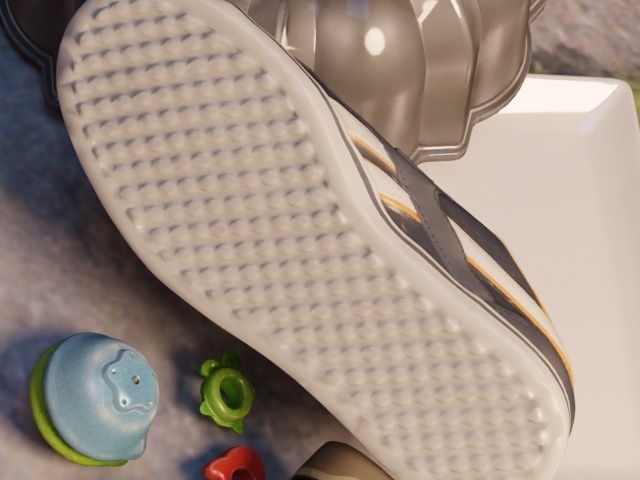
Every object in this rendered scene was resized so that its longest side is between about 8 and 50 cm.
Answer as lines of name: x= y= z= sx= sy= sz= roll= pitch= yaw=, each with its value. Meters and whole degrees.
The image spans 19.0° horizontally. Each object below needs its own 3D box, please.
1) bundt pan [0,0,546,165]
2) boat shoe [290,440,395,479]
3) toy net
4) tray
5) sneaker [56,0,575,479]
bundt pan: x=-0.021 y=-0.190 z=1.075 sx=0.331 sy=0.124 sz=0.331 roll=4 pitch=61 yaw=-7
boat shoe: x=0.074 y=0.239 z=0.918 sx=0.307 sy=0.110 sz=0.104 roll=41 pitch=67 yaw=15
toy net: x=-0.084 y=0.158 z=0.947 sx=0.122 sy=0.045 sz=0.232 roll=20 pitch=58 yaw=-40
tray: x=0.125 y=0.026 z=1.079 sx=0.145 sy=0.030 sz=0.270 roll=3 pitch=63 yaw=-16
sneaker: x=0.000 y=0.000 z=0.965 sx=0.126 sy=0.127 sz=0.321 roll=-42 pitch=88 yaw=15
